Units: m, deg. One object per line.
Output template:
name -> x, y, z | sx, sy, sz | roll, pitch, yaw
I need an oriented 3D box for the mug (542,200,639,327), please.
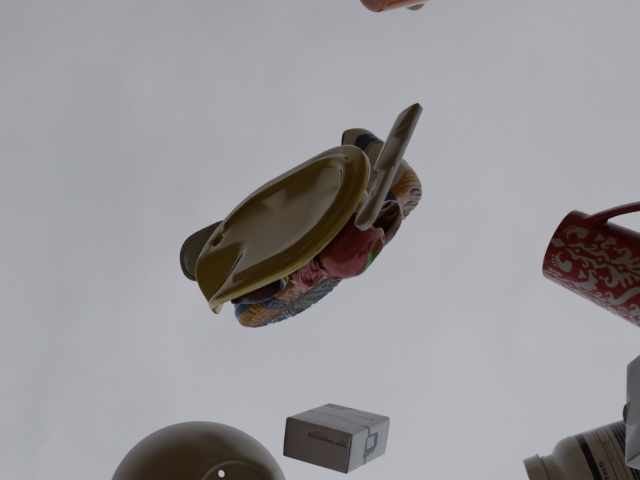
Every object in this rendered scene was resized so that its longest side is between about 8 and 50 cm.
mug -> 0.365, 0.021, 1.176 | 0.169, 0.113, 0.150 | 26, -84, 29

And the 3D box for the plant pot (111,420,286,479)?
plant pot -> -0.155, 0.395, 1.464 | 0.284, 0.191, 0.284 | 9, -111, -23

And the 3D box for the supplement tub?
supplement tub -> 0.433, 0.338, 1.357 | 0.272, 0.191, 0.191 | -19, -127, 7

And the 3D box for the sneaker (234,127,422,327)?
sneaker -> -0.011, -0.015, 1.268 | 0.296, 0.112, 0.131 | -42, -110, 12

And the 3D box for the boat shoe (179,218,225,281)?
boat shoe -> -0.080, 0.000, 1.717 | 0.340, 0.113, 0.127 | -24, -108, 28

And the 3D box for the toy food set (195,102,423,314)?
toy food set -> 0.000, 0.000, 0.744 | 0.218, 0.071, 0.128 | -24, -147, 39

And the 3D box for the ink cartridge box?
ink cartridge box -> 0.025, 0.296, 1.507 | 0.109, 0.150, 0.063 | 10, -85, 26

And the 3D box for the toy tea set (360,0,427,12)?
toy tea set -> 0.049, -0.394, 0.985 | 0.124, 0.336, 0.200 | -26, -149, -23

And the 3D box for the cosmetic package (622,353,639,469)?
cosmetic package -> 0.388, 0.129, 0.940 | 0.107, 0.238, 0.127 | 18, -126, -4
